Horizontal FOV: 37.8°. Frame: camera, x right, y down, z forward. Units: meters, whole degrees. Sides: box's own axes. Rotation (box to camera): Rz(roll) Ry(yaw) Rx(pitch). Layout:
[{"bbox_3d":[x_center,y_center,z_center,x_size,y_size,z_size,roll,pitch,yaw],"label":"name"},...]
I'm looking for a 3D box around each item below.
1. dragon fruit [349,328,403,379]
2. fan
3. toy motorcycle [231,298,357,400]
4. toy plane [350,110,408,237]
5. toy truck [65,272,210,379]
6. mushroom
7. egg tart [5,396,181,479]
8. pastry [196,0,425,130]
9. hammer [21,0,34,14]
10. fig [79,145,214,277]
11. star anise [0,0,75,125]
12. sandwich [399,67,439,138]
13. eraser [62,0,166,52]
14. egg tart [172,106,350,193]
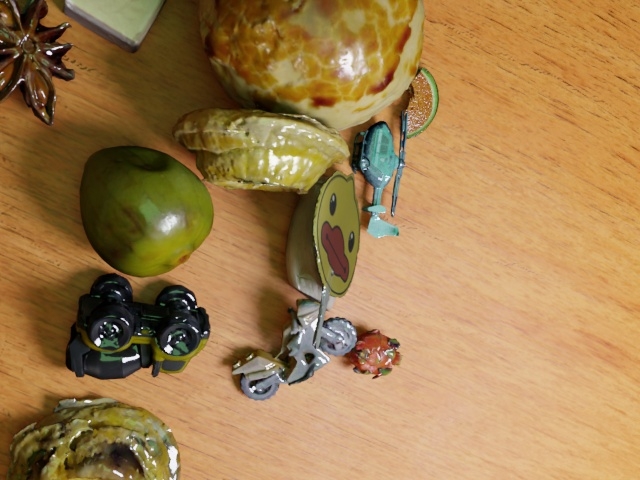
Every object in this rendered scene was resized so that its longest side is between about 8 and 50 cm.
[{"bbox_3d":[0.102,0.203,1.680,0.116,0.081,0.086,0,106,-36],"label":"dragon fruit"},{"bbox_3d":[0.022,0.026,1.579,0.011,0.229,0.335,1,60,20],"label":"fan"},{"bbox_3d":[-0.055,0.183,1.626,0.229,0.094,0.129,-31,111,8],"label":"toy motorcycle"},{"bbox_3d":[0.106,-0.122,1.685,0.096,0.060,0.235,7,90,-14],"label":"toy plane"},{"bbox_3d":[-0.303,0.163,1.557,0.224,0.147,0.165,9,112,-17],"label":"toy truck"},{"bbox_3d":[-0.009,0.004,1.639,0.108,0.096,0.246,0,90,-20],"label":"mushroom"},{"bbox_3d":[-0.377,0.397,1.543,0.297,0.132,0.297,-1,94,-9],"label":"egg tart"},{"bbox_3d":[-0.011,-0.364,1.525,0.389,0.313,0.388,-1,92,-17],"label":"pastry"},{"bbox_3d":[-0.468,-0.436,1.561,0.062,0.017,0.182,21,84,-14],"label":"hammer"},{"bbox_3d":[-0.293,-0.054,1.511,0.207,0.207,0.230,-45,100,-10],"label":"fig"},{"bbox_3d":[-0.503,-0.295,1.508,0.214,0.099,0.220,16,85,-16],"label":"star anise"},{"bbox_3d":[0.182,-0.250,1.719,0.067,0.029,0.135,12,89,-9],"label":"sandwich"},{"bbox_3d":[-0.288,-0.497,1.573,0.144,0.078,0.343,29,84,-14],"label":"eraser"},{"bbox_3d":[-0.097,-0.137,1.521,0.290,0.290,0.115,8,86,-14],"label":"egg tart"}]
